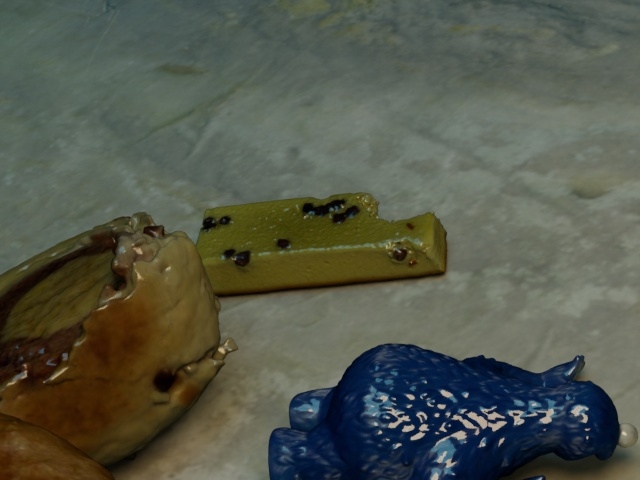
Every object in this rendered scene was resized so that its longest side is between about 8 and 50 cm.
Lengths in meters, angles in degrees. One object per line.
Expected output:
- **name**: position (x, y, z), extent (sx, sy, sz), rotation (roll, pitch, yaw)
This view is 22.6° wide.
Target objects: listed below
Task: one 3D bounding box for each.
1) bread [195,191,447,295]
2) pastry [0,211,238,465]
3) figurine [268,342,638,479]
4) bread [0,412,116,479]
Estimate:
- **bread**: position (0.000, 0.000, 1.409), extent (0.226, 0.049, 0.088), rotation (-6, 40, 17)
- **pastry**: position (-0.194, 0.100, 1.295), extent (0.256, 0.170, 0.237), rotation (-40, 20, -9)
- **figurine**: position (0.090, 0.132, 1.151), extent (0.262, 0.121, 0.164), rotation (-13, 35, 6)
- **bread**: position (-0.207, 0.262, 1.042), extent (0.178, 0.194, 0.340), rotation (7, 31, -5)
